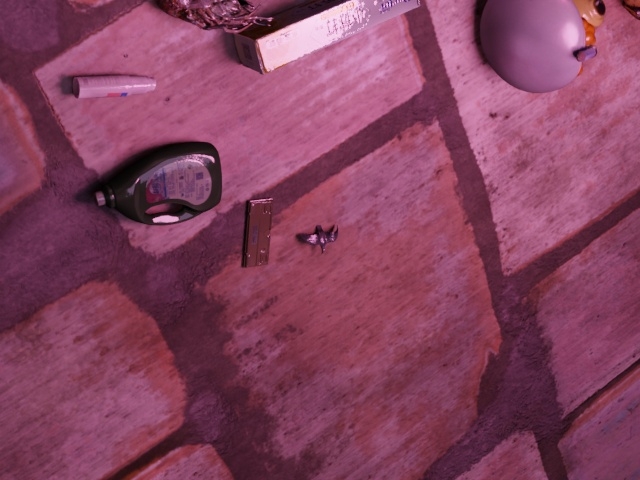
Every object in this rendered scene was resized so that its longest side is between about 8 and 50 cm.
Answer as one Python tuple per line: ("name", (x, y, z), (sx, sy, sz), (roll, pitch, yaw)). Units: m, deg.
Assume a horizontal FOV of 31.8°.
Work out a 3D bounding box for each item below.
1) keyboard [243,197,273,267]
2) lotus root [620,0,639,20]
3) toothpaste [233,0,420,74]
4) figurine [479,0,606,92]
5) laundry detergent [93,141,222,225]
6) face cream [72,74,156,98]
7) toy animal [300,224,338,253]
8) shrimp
("keyboard", (-0.110, -0.013, 1.992), (0.049, 0.015, 0.129), (-6, 116, -26))
("lotus root", (0.666, -0.529, 2.191), (0.221, 0.118, 0.125), (-56, 162, -2))
("toothpaste", (0.014, -0.364, 1.853), (0.312, 0.089, 0.071), (-26, 120, -20))
("figurine", (0.426, -0.461, 2.054), (0.205, 0.224, 0.382), (35, 65, -28))
("laundry detergent", (-0.264, -0.082, 1.823), (0.210, 0.063, 0.137), (-18, 128, -26))
("face cream", (-0.314, -0.238, 1.729), (0.130, 0.034, 0.034), (-9, 117, -31))
("toy animal", (0.000, 0.000, 2.061), (0.084, 0.028, 0.050), (-15, 119, -30))
("shrimp", (-0.159, -0.358, 1.739), (0.190, 0.073, 0.075), (14, 84, -21))
